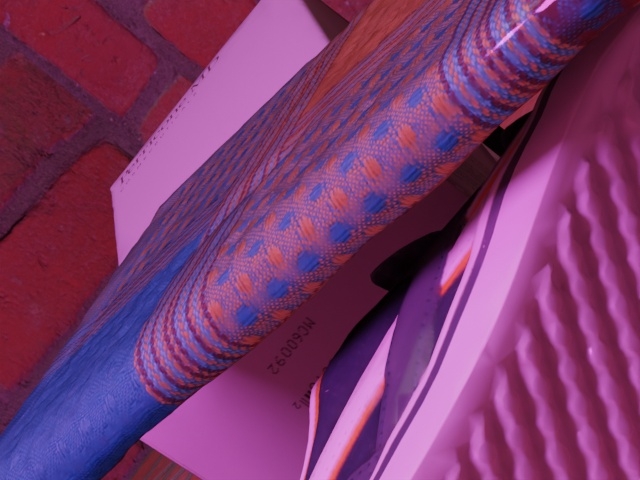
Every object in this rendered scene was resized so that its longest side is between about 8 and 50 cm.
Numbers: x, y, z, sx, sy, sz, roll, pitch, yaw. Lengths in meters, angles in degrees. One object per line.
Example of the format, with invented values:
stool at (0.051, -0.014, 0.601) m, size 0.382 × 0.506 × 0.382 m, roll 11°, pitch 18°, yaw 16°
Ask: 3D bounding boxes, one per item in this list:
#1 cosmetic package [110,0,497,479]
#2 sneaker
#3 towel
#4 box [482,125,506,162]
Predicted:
cosmetic package at (0.000, 0.000, 0.949) m, size 0.197 × 0.155 × 0.365 m, roll -51°, pitch 21°, yaw 9°
sneaker at (0.084, 0.023, 0.536) m, size 0.321 × 0.126 × 0.127 m, roll -53°, pitch 10°, yaw -16°
towel at (0.017, -0.044, 0.620) m, size 0.370 × 0.040 × 0.271 m, roll -41°, pitch 12°, yaw 33°
box at (0.073, 0.000, 1.214) m, size 0.158 × 0.093 × 0.156 m, roll -50°, pitch 3°, yaw 29°
